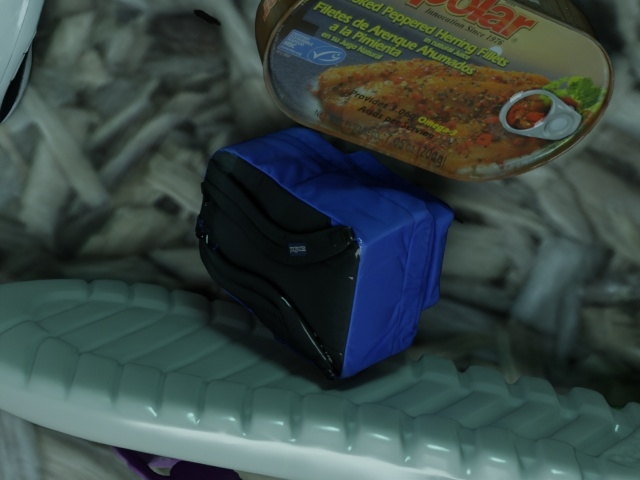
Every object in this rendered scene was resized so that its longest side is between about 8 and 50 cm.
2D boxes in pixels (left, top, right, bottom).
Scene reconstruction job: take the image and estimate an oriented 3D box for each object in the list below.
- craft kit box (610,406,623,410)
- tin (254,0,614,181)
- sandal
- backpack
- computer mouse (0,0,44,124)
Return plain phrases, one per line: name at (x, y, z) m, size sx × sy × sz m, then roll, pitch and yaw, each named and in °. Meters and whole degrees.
craft kit box at (0.121, 0.207, 1.143) m, size 0.250 × 0.061 × 0.246 m, roll 1°, pitch 125°, yaw 13°
tin at (0.055, -0.087, 0.931) m, size 0.190 × 0.040 × 0.106 m, roll 19°, pitch 133°, yaw -36°
sandal at (-0.015, 0.112, 1.018) m, size 0.416 × 0.169 × 0.102 m, roll 12°, pitch 107°, yaw 15°
backpack at (0.000, 0.000, 1.013) m, size 0.120 × 0.101 × 0.098 m, roll 31°, pitch 124°, yaw 33°
computer mouse at (-0.171, -0.127, 1.005) m, size 0.106 × 0.042 × 0.193 m, roll 20°, pitch 125°, yaw -1°
